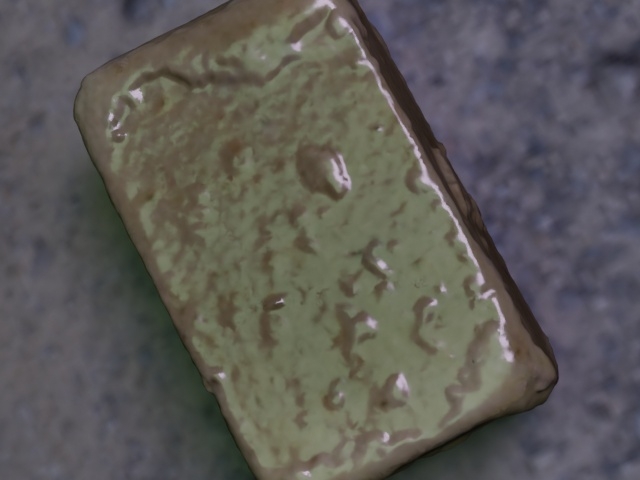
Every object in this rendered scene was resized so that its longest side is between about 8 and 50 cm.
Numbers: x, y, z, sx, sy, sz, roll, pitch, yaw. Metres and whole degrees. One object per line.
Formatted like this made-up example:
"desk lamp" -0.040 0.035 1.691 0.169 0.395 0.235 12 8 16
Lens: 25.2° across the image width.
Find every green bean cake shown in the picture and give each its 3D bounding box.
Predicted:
"green bean cake" 0.000 0.000 0.515 0.109 0.085 0.179 -31 79 10
